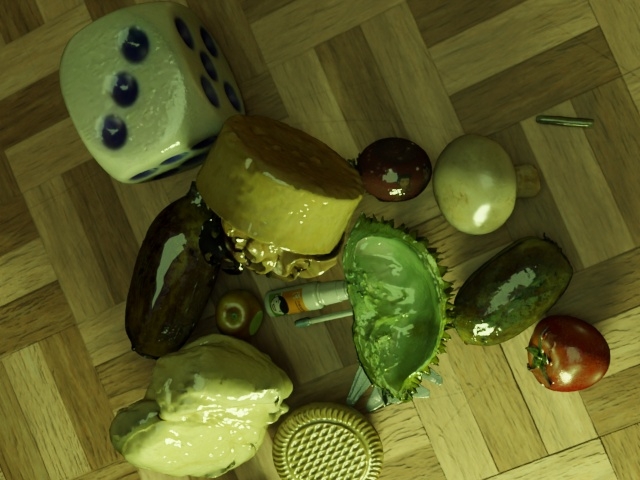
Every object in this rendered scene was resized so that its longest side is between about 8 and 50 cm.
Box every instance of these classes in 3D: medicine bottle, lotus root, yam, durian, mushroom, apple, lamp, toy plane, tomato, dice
[{"bbox_3d":[-0.011,0.134,1.933,0.220,0.061,0.092,-13,87,25],"label":"medicine bottle"},{"bbox_3d":[-0.315,0.066,1.947,0.179,0.196,0.398,19,98,-18],"label":"lotus root"},{"bbox_3d":[0.501,-0.244,1.844,0.116,0.021,0.021,6,94,13],"label":"yam"},{"bbox_3d":[0.161,0.131,1.823,0.198,0.163,0.395,0,83,-22],"label":"durian"},{"bbox_3d":[0.329,-0.126,1.813,0.209,0.206,0.206,-37,84,-11],"label":"mushroom"},{"bbox_3d":[-0.184,0.163,1.971,0.099,0.102,0.114,25,85,15],"label":"apple"},{"bbox_3d":[0.153,-0.139,1.873,0.157,0.156,0.135,40,145,39],"label":"lamp"},{"bbox_3d":[0.131,0.221,1.922,0.212,0.088,0.267,-17,81,12],"label":"toy plane"},{"bbox_3d":[0.502,0.226,1.807,0.167,0.167,0.167,1,93,12],"label":"tomato"},{"bbox_3d":[-0.343,-0.305,1.882,0.276,0.304,0.304,-26,87,12],"label":"dice"},{"bbox_3d":[0.383,0.110,1.822,0.275,0.152,0.160,-42,101,15],"label":"lotus root"}]

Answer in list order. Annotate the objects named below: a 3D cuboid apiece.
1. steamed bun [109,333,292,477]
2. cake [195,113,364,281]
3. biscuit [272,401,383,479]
[{"bbox_3d":[-0.250,0.338,1.908,0.372,0.324,0.230,-43,44,22],"label":"steamed bun"},{"bbox_3d":[-0.111,-0.048,1.808,0.332,0.332,0.321,31,115,9],"label":"cake"},{"bbox_3d":[0.015,0.458,1.930,0.259,0.079,0.259,1,108,5],"label":"biscuit"}]
